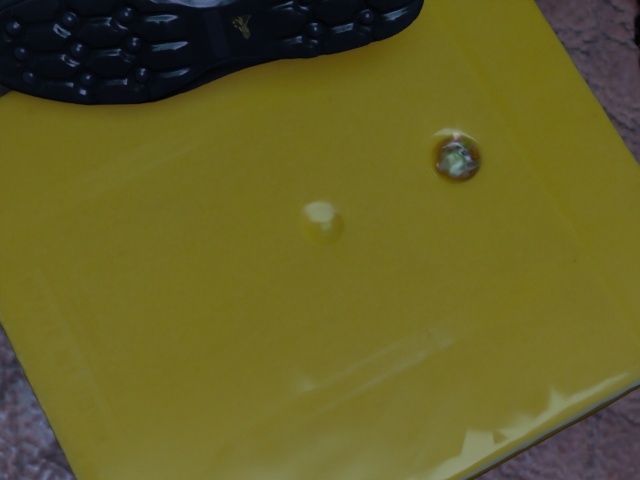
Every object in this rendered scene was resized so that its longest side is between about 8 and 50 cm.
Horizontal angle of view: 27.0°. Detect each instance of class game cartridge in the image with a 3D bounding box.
[{"bbox_3d":[0.000,0.000,0.679,0.324,0.052,0.285,-27,76,-9],"label":"game cartridge"}]

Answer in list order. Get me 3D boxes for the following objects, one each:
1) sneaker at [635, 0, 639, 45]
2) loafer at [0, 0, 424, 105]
[{"bbox_3d":[0.230,-0.092,0.756,0.071,0.068,0.169,-14,96,-25],"label":"sneaker"},{"bbox_3d":[-0.060,-0.120,0.657,0.223,0.078,0.076,-10,127,2],"label":"loafer"}]
